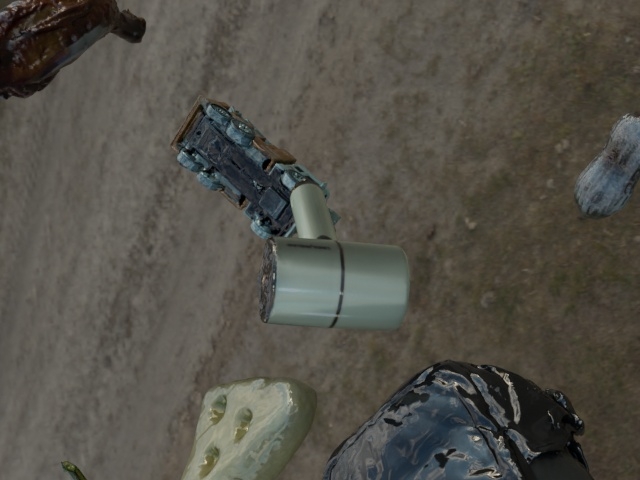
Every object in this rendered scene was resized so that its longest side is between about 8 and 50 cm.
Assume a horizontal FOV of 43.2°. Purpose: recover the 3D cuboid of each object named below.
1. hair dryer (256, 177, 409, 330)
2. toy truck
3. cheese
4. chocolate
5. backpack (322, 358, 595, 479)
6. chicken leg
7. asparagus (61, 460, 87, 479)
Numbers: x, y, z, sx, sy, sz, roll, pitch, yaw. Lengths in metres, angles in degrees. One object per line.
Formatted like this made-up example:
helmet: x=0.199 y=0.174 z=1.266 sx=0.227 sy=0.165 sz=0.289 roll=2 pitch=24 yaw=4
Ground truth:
hair dryer: x=0.000 y=0.000 z=1.260 sx=0.362 sy=0.203 sz=0.128 roll=-105 pitch=22 yaw=-57
toy truck: x=-0.104 y=-0.125 z=1.530 sx=0.338 sy=0.184 sz=0.133 roll=42 pitch=112 yaw=15
cheese: x=-0.141 y=0.418 z=1.565 sx=0.328 sy=0.129 sz=0.351 roll=-29 pitch=38 yaw=41
chocolate: x=0.576 y=-0.144 z=1.563 sx=0.110 sy=0.110 sz=0.248 roll=46 pitch=123 yaw=36
backpack: x=0.223 y=0.384 z=1.023 sx=0.363 sy=0.255 sz=0.445 roll=-45 pitch=43 yaw=14
chicken leg: x=-0.358 y=-0.306 z=1.187 sx=0.096 sy=0.407 sz=0.158 roll=30 pitch=122 yaw=5
asparagus: x=-0.428 y=0.430 z=1.438 sx=0.025 sy=0.021 sz=0.108 roll=-115 pitch=0 yaw=-65
